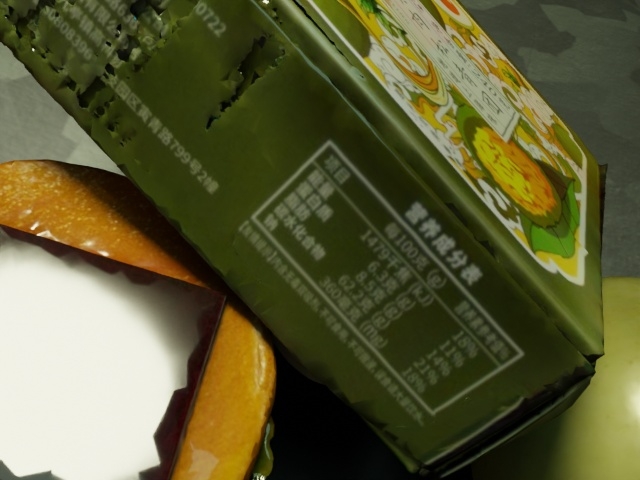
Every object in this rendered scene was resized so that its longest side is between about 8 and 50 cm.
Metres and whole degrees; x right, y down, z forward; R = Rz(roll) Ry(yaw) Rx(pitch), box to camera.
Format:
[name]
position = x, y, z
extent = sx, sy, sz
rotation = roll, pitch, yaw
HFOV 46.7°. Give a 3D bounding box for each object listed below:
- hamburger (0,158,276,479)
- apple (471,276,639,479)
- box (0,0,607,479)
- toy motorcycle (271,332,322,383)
[hamburger]
position = -0.165, 0.109, 0.434
extent = 0.290, 0.225, 0.291
rotation = 10, 49, -12
[apple]
position = 0.233, 0.147, 0.506
extent = 0.262, 0.262, 0.262
rotation = 8, 51, -10
[box]
position = 0.018, -0.113, 0.518
extent = 0.420, 0.138, 0.373
rotation = 49, 29, -2
[toy motorcycle]
position = 0.000, 0.000, 0.647
extent = 0.222, 0.108, 0.341
rotation = -8, 62, -29
